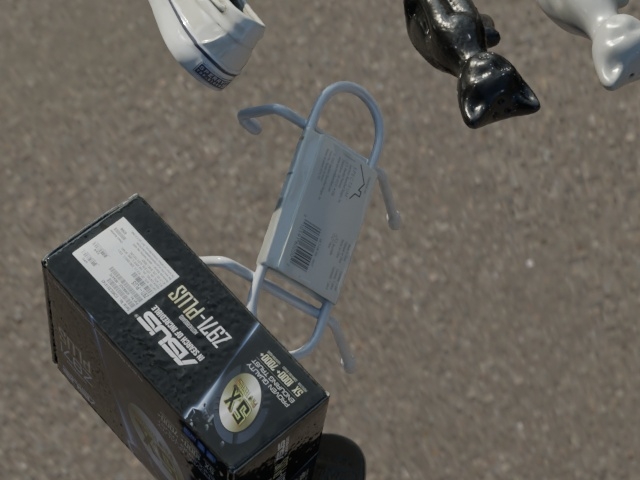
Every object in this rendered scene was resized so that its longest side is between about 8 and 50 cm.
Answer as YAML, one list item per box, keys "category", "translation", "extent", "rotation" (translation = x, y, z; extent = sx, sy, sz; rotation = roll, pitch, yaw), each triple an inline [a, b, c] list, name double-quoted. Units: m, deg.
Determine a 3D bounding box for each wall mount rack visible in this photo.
- category: "wall mount rack"
  translation: [0.000, 0.000, 2.046]
  extent: [0.130, 0.304, 0.350]
  rotation: [-6, 59, 50]

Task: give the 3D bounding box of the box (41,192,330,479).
- category: "box"
  translation: [-0.087, 0.085, 1.065]
  extent: [0.077, 0.147, 0.180]
  rotation: [-37, 71, -22]

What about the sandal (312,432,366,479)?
- category: "sandal"
  translation: [-0.008, 0.215, 1.120]
  extent: [0.067, 0.040, 0.179]
  rotation: [6, 88, 9]

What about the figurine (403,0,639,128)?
- category: "figurine"
  translation: [0.206, -0.187, 1.610]
  extent: [0.214, 0.092, 0.209]
  rotation: [-16, 38, -3]

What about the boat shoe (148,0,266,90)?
- category: "boat shoe"
  translation: [-0.119, -0.252, 1.594]
  extent: [0.088, 0.096, 0.267]
  rotation: [-43, 41, 18]
